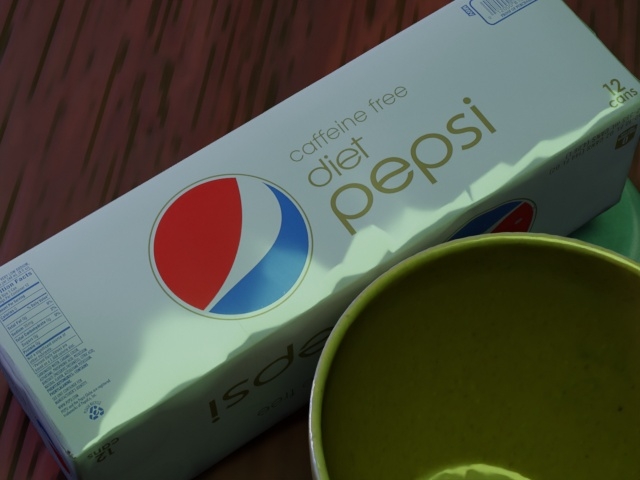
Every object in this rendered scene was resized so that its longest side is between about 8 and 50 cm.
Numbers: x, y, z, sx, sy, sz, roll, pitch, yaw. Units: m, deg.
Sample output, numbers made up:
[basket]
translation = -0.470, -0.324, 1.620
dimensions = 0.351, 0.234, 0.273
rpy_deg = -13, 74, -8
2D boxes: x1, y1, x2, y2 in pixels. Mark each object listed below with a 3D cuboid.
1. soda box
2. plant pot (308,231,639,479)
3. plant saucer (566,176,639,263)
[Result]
[soda box]
translation = 0.000, 0.000, 0.524
dimensions = 0.216, 0.074, 0.069
rpy_deg = -31, 66, -14
[plant pot]
translation = 0.058, 0.079, 0.486
dimensions = 0.134, 0.095, 0.134
rpy_deg = 4, 56, -5
[plant saucer]
translation = 0.069, -0.006, 0.589
dimensions = 0.119, 0.021, 0.119
rpy_deg = 4, 56, -6
